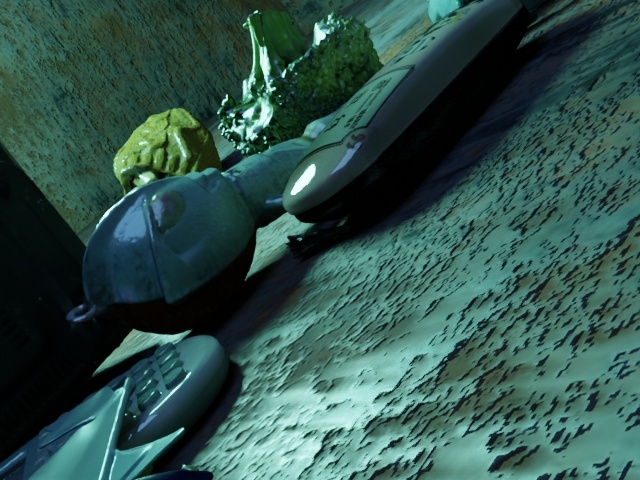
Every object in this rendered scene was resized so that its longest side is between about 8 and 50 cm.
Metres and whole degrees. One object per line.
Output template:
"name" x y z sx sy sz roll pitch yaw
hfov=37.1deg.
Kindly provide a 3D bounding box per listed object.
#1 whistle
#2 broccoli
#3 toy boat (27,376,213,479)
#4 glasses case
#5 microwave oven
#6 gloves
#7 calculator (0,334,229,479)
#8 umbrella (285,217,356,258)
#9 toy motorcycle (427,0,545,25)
"whistle" -0.084 -0.021 0.873 0.346 0.134 0.142 -34 6 -26
"broccoli" -0.026 -0.172 1.072 0.198 0.176 0.226 -31 -20 24
"toy boat" -0.145 0.142 0.503 0.220 0.067 0.291 -36 21 6
"glasses case" 0.080 -0.121 0.832 0.314 0.075 0.122 -47 12 -33
"microwave oven" -0.364 0.103 0.819 0.218 0.286 0.355 -27 16 40
"gloves" -0.277 -0.135 1.687 0.203 0.155 0.356 -41 16 9
"calculator" -0.184 0.166 0.658 0.295 0.042 0.184 -38 13 -7
"umbrella" 0.000 -0.002 0.780 0.031 0.020 0.083 3 -19 -41
"toy motorcycle" 0.203 -0.306 1.011 0.260 0.154 0.206 -38 34 38
